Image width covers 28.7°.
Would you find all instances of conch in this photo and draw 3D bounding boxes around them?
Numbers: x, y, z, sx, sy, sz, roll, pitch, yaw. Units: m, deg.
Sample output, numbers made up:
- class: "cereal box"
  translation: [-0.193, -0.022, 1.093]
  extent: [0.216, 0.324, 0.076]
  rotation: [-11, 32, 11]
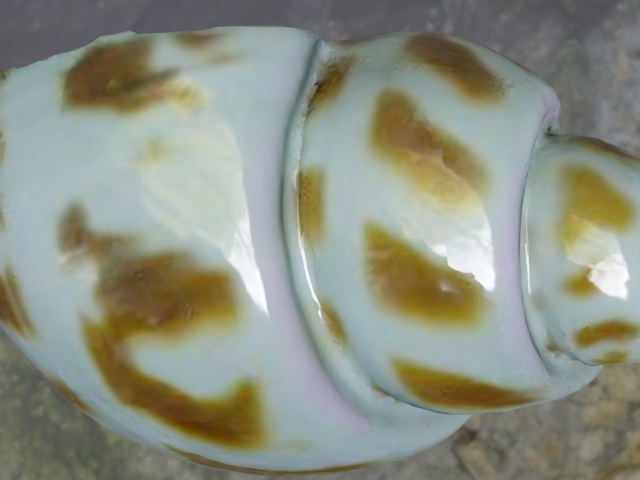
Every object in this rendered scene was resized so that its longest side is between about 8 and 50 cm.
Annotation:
- class: "conch"
  translation: [-0.001, 0.000, 0.570]
  extent: [0.368, 0.197, 0.249]
  rotation: [-20, 149, 19]
